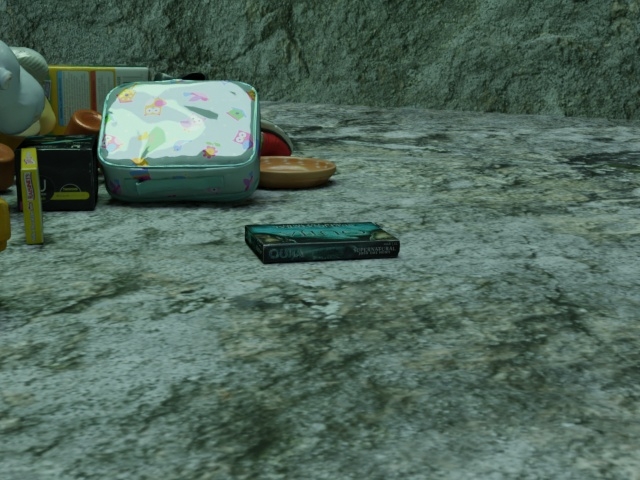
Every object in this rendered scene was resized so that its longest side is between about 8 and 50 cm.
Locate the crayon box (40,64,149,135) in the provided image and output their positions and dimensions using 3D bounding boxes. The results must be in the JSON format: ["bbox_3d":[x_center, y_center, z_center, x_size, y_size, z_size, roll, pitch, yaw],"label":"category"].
[{"bbox_3d":[-0.511,-0.254,1.945,0.323,0.203,0.083,-2,13,-13],"label":"crayon box"}]

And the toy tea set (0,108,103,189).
[{"bbox_3d":[-0.502,-0.144,1.765,0.336,0.124,0.200,-5,44,-38],"label":"toy tea set"}]

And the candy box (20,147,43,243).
[{"bbox_3d":[-0.415,-0.068,1.374,0.027,0.105,0.206,-3,13,-17],"label":"candy box"}]

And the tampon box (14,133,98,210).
[{"bbox_3d":[-0.429,-0.113,1.572,0.120,0.101,0.161,-2,14,-10],"label":"tampon box"}]

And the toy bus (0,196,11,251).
[{"bbox_3d":[-0.487,0.016,0.952,0.333,0.130,0.108,-7,14,-31],"label":"toy bus"}]

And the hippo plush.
[{"bbox_3d":[-0.573,-0.234,1.487,0.234,0.236,0.294,52,1,35],"label":"hippo plush"}]

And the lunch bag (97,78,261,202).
[{"bbox_3d":[-0.240,-0.164,1.628,0.279,0.108,0.224,-2,54,-2],"label":"lunch bag"}]

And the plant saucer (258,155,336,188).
[{"bbox_3d":[-0.070,-0.130,1.822,0.200,0.037,0.200,2,13,0],"label":"plant saucer"}]

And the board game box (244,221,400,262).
[{"bbox_3d":[0.000,0.000,1.294,0.186,0.026,0.126,-2,13,-15],"label":"board game box"}]

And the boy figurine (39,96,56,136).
[{"bbox_3d":[-0.645,-0.232,1.796,0.285,0.092,0.177,-9,-9,-19],"label":"boy figurine"}]

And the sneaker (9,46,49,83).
[{"bbox_3d":[-0.632,-0.322,1.790,0.237,0.085,0.086,-5,18,-31],"label":"sneaker"}]

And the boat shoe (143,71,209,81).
[{"bbox_3d":[-0.300,-0.272,1.864,0.127,0.113,0.340,17,20,20],"label":"boat shoe"}]

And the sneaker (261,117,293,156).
[{"bbox_3d":[-0.160,-0.189,1.935,0.107,0.118,0.279,-4,-14,34],"label":"sneaker"}]
